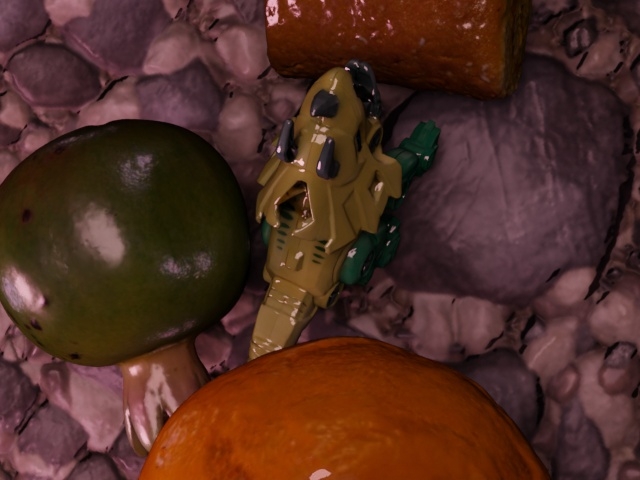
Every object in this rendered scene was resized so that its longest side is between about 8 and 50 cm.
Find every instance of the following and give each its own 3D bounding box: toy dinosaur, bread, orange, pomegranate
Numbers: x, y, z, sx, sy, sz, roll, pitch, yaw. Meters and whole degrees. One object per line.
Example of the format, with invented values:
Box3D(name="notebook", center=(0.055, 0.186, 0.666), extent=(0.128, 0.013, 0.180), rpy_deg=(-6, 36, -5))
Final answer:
Box3D(name="toy dinosaur", center=(0.000, 0.000, 0.916), extent=(0.094, 0.153, 0.259), rpy_deg=(25, 114, 20))
Box3D(name="bread", center=(0.053, -0.164, 0.932), extent=(0.172, 0.103, 0.132), rpy_deg=(8, 113, 17))
Box3D(name="orange", center=(0.015, 0.187, 0.835), extent=(0.261, 0.261, 0.261), rpy_deg=(-2, 83, 15))
Box3D(name="pomegranate", center=(-0.124, 0.031, 0.931), extent=(0.187, 0.187, 0.225), rpy_deg=(-20, 88, 12))
